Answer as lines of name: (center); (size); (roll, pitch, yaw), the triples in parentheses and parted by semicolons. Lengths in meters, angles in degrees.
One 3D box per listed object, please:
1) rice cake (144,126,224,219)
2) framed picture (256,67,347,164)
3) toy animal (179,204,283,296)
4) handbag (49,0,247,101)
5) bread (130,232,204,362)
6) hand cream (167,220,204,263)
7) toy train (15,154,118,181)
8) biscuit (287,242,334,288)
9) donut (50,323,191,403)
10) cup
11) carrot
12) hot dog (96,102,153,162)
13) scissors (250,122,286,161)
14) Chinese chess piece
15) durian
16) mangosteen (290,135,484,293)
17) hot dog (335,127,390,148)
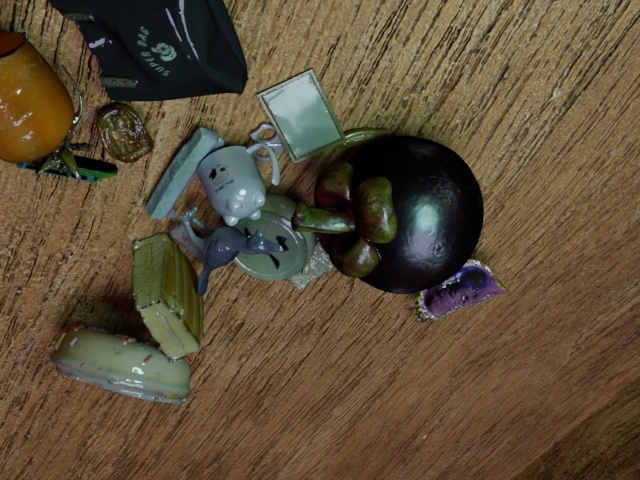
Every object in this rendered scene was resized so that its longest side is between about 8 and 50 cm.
rice cake: (-0.315, -0.150, 1.691); (0.081, 0.051, 0.290); (8, 136, -38)
framed picture: (-0.039, -0.274, 1.645); (0.136, 0.010, 0.201); (-23, 128, 8)
toy animal: (-0.259, 0.010, 1.750); (0.206, 0.081, 0.367); (49, 138, -11)
handbag: (-0.320, -0.392, 1.373); (0.288, 0.152, 0.342); (-11, 138, 12)
bread: (-0.379, 0.140, 1.831); (0.111, 0.246, 0.239); (-18, 137, 6)
hand cream: (-0.314, 0.014, 1.871); (0.067, 0.043, 0.209); (-32, 140, 12)
toy train: (-0.553, -0.161, 1.609); (0.209, 0.044, 0.042); (11, 131, -26)
biscuit: (0.000, 0.000, 1.918); (0.281, 0.084, 0.179); (-31, 131, 13)
donut: (-0.516, 0.324, 1.950); (0.382, 0.142, 0.382); (16, 169, 3)
cup: (-0.173, -0.125, 1.657); (0.173, 0.142, 0.134); (-22, 156, -9)
carrot: (-0.574, -0.260, 1.393); (0.193, 0.214, 0.331); (15, 146, 32)
hot dog: (-0.417, -0.224, 1.571); (0.099, 0.065, 0.147); (-23, 136, -6)
scissors: (-0.061, -0.226, 1.704); (0.212, 0.021, 0.110); (-2, 138, -13)
Chinese chess piece: (-0.121, -0.007, 1.810); (0.238, 0.092, 0.238); (6, 124, 8)
durian: (0.387, 0.151, 2.162); (0.260, 0.154, 0.186); (-18, 160, -6)
mangosteen: (0.155, -0.068, 1.668); (0.435, 0.382, 0.382); (13, 131, -40)
hot dog: (0.098, -0.245, 1.725); (0.137, 0.028, 0.044); (-11, 137, -8)
